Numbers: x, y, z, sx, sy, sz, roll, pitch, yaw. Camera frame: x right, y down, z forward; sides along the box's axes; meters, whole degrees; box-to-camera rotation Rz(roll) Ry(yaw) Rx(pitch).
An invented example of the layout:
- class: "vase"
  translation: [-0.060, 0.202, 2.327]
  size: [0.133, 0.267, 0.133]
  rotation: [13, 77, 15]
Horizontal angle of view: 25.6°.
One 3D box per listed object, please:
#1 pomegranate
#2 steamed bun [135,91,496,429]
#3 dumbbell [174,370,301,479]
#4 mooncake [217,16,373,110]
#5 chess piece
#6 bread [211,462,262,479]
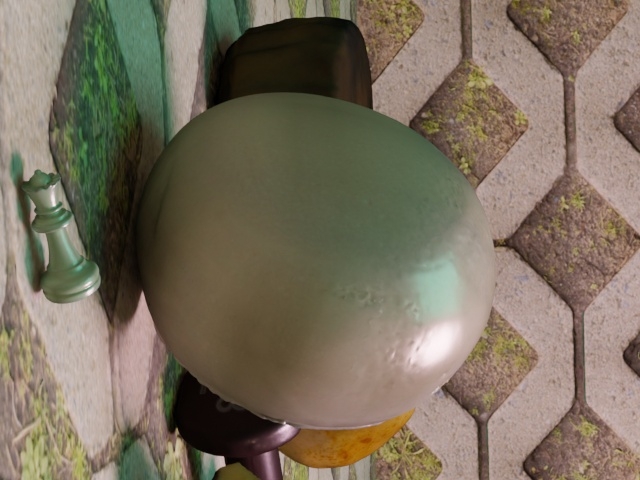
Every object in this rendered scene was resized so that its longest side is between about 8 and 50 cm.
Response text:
- class: "pomegranate"
  translation: [0.008, 0.157, 1.642]
  size: [0.233, 0.233, 0.233]
  rotation: [-2, 90, -82]
- class: "steamed bun"
  translation: [0.000, 0.000, 1.222]
  size: [0.324, 0.324, 0.206]
  rotation: [-79, -173, -57]
- class: "dumbbell"
  translation: [-0.066, 0.229, 1.406]
  size: [0.140, 0.124, 0.225]
  rotation: [-79, 165, -55]
- class: "mooncake"
  translation: [-0.027, -0.118, 1.646]
  size: [0.290, 0.161, 0.290]
  rotation: [-1, 90, -80]
- class: "chess piece"
  translation: [-0.181, -0.006, 0.960]
  size: [0.042, 0.042, 0.093]
  rotation: [-77, 157, -61]
- class: "bread"
  translation: [-0.052, 0.331, 1.299]
  size: [0.138, 0.077, 0.361]
  rotation: [-44, 144, -12]
